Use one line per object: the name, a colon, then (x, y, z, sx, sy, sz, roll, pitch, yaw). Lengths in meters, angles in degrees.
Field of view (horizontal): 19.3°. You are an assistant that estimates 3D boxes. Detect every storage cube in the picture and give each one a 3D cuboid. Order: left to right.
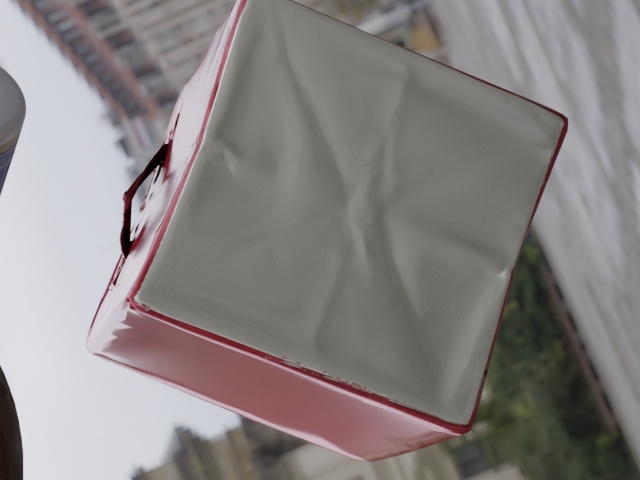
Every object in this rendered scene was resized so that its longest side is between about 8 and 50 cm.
storage cube: (0.000, 0.000, 1.029, 0.193, 0.215, 0.183, 140, 152, -73)

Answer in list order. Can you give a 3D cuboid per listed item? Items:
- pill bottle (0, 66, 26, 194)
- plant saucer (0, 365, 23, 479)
pill bottle: (-0.293, -0.042, 1.397, 0.112, 0.112, 0.186, -109, 34, -44)
plant saucer: (-0.328, 0.139, 1.085, 0.050, 0.310, 0.310, 70, 179, -69)
